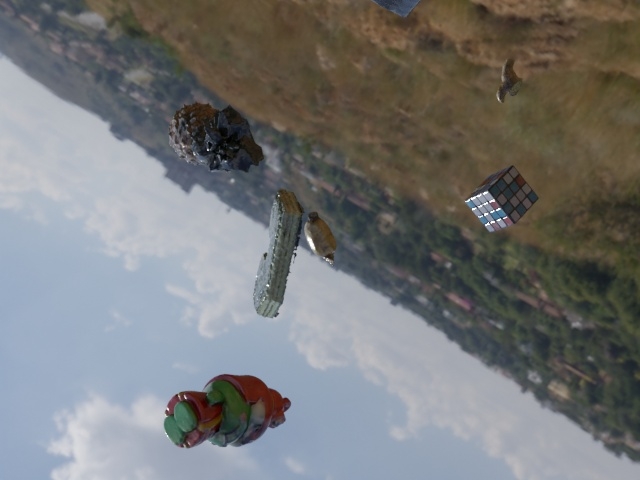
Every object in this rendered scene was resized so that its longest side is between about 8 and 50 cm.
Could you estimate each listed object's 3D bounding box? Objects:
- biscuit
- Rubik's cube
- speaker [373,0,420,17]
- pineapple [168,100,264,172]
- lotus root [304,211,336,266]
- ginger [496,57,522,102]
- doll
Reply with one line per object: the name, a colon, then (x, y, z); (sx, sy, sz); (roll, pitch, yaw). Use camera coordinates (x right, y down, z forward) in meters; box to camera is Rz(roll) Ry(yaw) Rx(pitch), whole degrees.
biscuit: (-0.084, 0.034, 1.553); (0.046, 0.250, 0.147); (8, -159, -13)
Rubik's cube: (0.379, -0.086, 1.711); (0.092, 0.092, 0.092); (51, 156, -6)
speaker: (0.053, -0.421, 0.889); (0.253, 0.232, 0.184); (25, 173, -7)
pineapple: (-0.176, -0.170, 1.373); (0.119, 0.111, 0.237); (27, 180, -34)
lotus root: (0.000, 0.000, 2.096); (0.063, 0.072, 0.152); (-45, -66, -54)
ginger: (0.402, -0.336, 1.720); (0.048, 0.097, 0.030); (13, 180, -2)
doll: (-0.206, 0.402, 1.937); (0.363, 0.183, 0.160); (8, -147, -45)
